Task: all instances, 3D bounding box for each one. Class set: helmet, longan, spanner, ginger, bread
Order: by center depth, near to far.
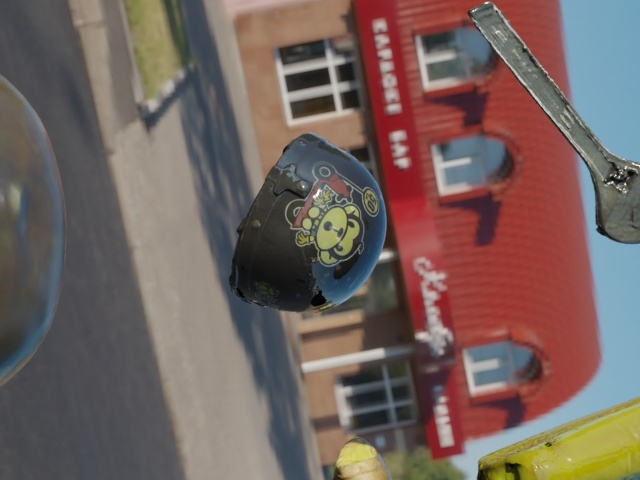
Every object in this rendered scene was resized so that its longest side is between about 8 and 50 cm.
[{"bbox_3d":[-0.236,0.001,0.698,0.196,0.196,0.220,78,-1,-54],"label":"longan"},{"bbox_3d":[0.261,-0.122,1.338,0.325,0.093,0.026,49,0,-14],"label":"spanner"},{"bbox_3d":[0.381,0.266,1.585,0.166,0.383,0.112,144,-71,-71],"label":"bread"},{"bbox_3d":[0.000,0.000,1.625,0.230,0.160,0.279,-61,163,-19],"label":"helmet"},{"bbox_3d":[0.086,0.409,1.736,0.131,0.086,0.295,88,-19,-61],"label":"ginger"}]
